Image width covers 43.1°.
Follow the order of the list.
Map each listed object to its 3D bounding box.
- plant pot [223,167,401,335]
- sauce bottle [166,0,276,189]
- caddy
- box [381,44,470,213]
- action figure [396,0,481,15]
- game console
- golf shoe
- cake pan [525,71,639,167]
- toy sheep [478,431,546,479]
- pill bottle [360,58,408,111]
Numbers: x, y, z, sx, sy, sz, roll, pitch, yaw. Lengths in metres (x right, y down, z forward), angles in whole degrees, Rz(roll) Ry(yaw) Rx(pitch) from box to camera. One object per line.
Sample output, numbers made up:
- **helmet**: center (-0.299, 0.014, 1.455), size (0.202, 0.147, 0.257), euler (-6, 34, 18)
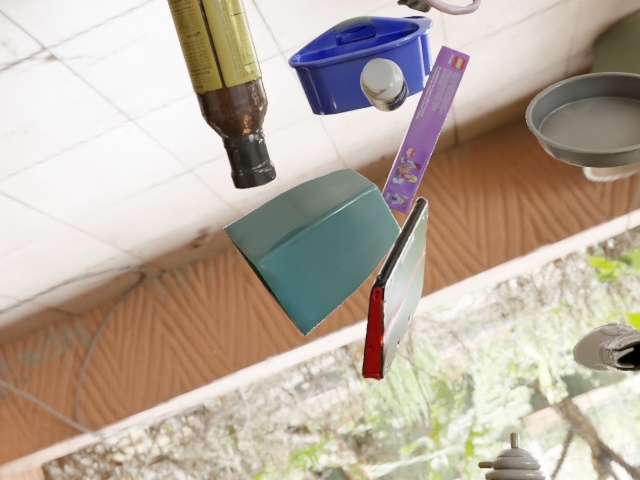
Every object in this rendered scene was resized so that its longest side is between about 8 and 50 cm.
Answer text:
- **plant pot**: center (0.000, 0.000, 1.330), size (0.234, 0.165, 0.165), euler (-36, -148, -7)
- **sauce bottle**: center (-0.144, -0.247, 1.210), size (0.112, 0.344, 0.111), euler (-12, -163, 4)
- **caddy**: center (0.096, -0.417, 1.832), size (0.342, 0.179, 0.241), euler (-9, -153, 21)
- **box**: center (0.188, -0.198, 1.480), size (0.201, 0.057, 0.293), euler (-44, 155, -82)
- **action figure**: center (0.109, -0.528, 1.135), size (0.248, 0.276, 0.369), euler (4, 110, -32)
- **game console**: center (0.186, 0.124, 2.008), size (0.386, 0.060, 0.341), euler (-58, 154, -47)
- **golf shoe**: center (0.408, 0.149, 1.100), size (0.086, 0.069, 0.176), euler (-12, 174, -40)
- **cake pan**: center (0.556, -0.236, 1.592), size (0.293, 0.293, 0.054), euler (-20, 128, -7)
- **toy sheep**: center (0.250, 0.315, 1.045), size (0.091, 0.132, 0.091), euler (-2, 163, -1)
- **pill bottle**: center (0.099, -0.247, 1.276), size (0.067, 0.067, 0.120), euler (-25, 172, 10)
